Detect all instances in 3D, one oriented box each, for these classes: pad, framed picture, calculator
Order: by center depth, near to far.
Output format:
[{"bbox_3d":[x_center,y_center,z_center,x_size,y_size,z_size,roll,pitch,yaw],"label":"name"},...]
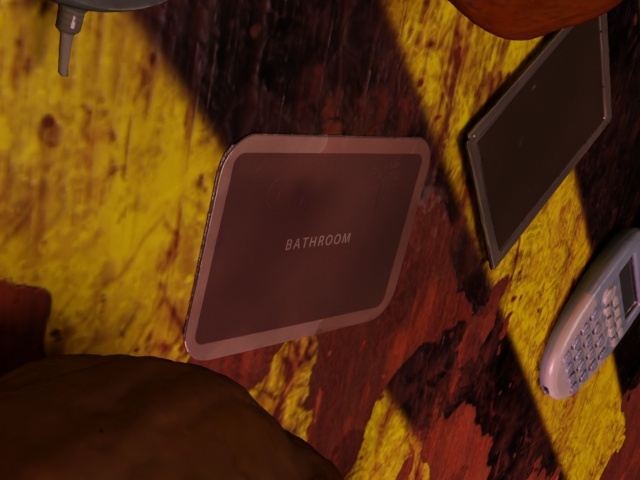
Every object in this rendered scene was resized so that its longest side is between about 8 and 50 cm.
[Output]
[{"bbox_3d":[0.000,0.000,0.758,0.266,0.002,0.176,-7,116,-51],"label":"pad"},{"bbox_3d":[0.230,-0.117,0.979,0.252,0.014,0.197,-48,142,-22],"label":"framed picture"},{"bbox_3d":[0.391,0.087,1.297,0.302,0.042,0.188,-51,142,-18],"label":"calculator"}]

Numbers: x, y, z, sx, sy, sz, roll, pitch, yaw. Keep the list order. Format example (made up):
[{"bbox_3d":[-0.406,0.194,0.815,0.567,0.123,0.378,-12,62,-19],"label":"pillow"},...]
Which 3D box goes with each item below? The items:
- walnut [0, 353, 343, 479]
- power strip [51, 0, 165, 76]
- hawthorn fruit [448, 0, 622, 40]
[{"bbox_3d":[-0.121,0.215,0.486,0.344,0.306,0.306,-39,138,-39],"label":"walnut"},{"bbox_3d":[-0.118,-0.184,0.450,0.137,0.044,0.215,-31,133,-39],"label":"power strip"},{"bbox_3d":[0.144,-0.238,0.641,0.208,0.208,0.248,-62,158,-3],"label":"hawthorn fruit"}]
